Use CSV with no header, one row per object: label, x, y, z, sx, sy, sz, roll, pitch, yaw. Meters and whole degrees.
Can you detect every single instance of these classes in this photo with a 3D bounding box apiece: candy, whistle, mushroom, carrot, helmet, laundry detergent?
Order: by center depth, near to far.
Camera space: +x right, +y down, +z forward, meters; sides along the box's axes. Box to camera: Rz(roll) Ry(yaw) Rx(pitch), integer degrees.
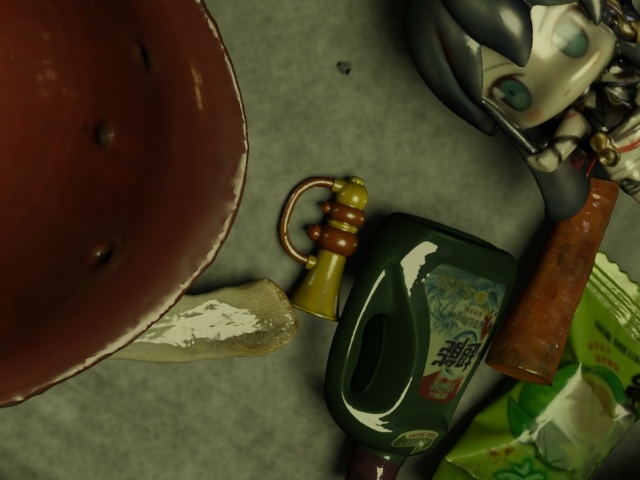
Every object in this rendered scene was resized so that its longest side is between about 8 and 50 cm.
helmet,-0.265,-0.080,1.195,0.385,0.230,0.337,-1,107,-34
mushroom,-0.117,0.061,1.413,0.202,0.054,0.059,-3,101,-19
whistle,0.000,0.002,1.460,0.046,0.057,0.109,10,93,-72
laundry detergent,0.059,0.095,1.483,0.144,0.078,0.221,17,99,-44
carrot,0.195,0.008,1.525,0.057,0.057,0.224,34,72,-29
candy,0.195,0.141,1.568,0.149,0.069,0.246,39,88,-25

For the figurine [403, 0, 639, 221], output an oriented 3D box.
figurine,0.179,-0.124,1.407,0.175,0.197,0.265,-42,115,-5
